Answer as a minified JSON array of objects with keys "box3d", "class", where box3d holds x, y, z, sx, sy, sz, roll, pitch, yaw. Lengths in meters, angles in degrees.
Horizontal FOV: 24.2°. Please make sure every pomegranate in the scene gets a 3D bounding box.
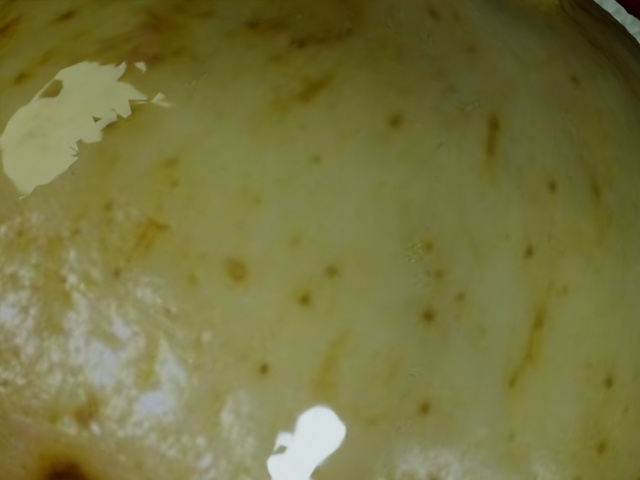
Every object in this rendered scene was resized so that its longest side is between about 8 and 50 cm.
[{"box3d":[0.000,0.000,0.635,0.410,0.410,0.410,-31,34,23],"class":"pomegranate"}]

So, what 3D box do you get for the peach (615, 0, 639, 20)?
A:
[{"box3d":[0.275,-0.216,0.714,0.306,0.242,0.380,-59,41,19],"class":"peach"}]
